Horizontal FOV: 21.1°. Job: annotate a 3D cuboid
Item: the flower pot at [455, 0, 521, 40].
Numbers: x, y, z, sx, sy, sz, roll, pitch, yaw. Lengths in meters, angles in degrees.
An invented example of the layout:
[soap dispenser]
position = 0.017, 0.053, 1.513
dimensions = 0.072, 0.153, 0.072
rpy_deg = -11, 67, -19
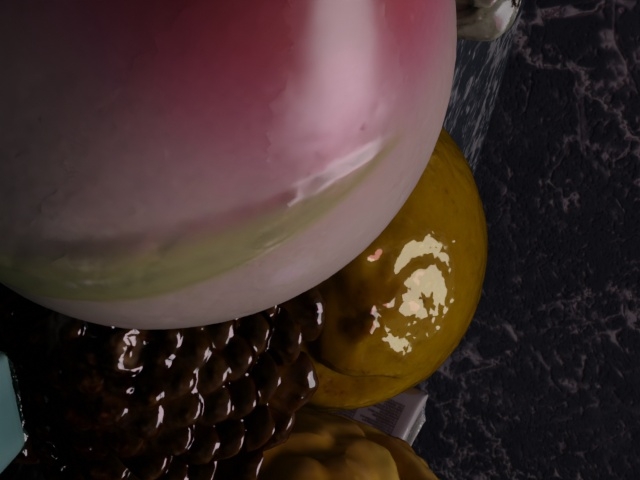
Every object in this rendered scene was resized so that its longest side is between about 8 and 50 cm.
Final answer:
[flower pot]
position = 0.121, -0.353, 1.671
dimensions = 0.367, 0.164, 0.254
rpy_deg = 44, 58, -73

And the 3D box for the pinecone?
[pinecone]
position = -0.110, 0.053, 1.176
dimensions = 0.292, 0.246, 0.246
rpy_deg = -68, 177, -77

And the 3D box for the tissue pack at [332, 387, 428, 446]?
[tissue pack]
position = -0.018, 0.209, 1.886
dimensions = 0.145, 0.229, 0.159
rpy_deg = 89, 26, -62

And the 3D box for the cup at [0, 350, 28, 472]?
[cup]
position = -0.246, 0.117, 0.910
dimensions = 0.235, 0.148, 0.134
rpy_deg = -38, 121, -71

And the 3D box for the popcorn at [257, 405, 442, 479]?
[popcorn]
position = -0.024, 0.311, 1.294
dimensions = 0.344, 0.390, 0.354
rpy_deg = -29, -156, 5

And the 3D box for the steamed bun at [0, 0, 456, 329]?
[steamed bun]
position = -0.065, -0.113, 0.829
dimensions = 0.309, 0.309, 0.309
rpy_deg = 22, 90, -79

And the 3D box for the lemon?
[lemon]
position = 0.000, 0.000, 1.427
dimensions = 0.297, 0.297, 0.297
rpy_deg = 22, 90, -79
